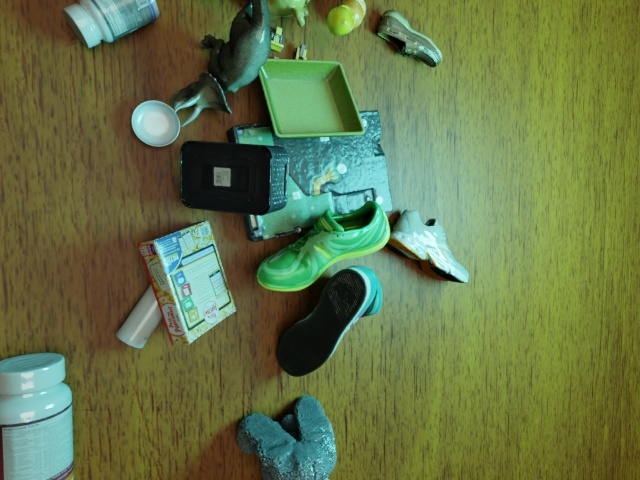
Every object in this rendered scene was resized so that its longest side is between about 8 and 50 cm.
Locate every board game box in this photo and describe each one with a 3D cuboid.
[{"bbox_3d":[-0.240,0.073,0.804,0.147,0.045,0.193,-33,111,-61],"label":"board game box"}]

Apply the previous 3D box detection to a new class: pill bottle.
[{"bbox_3d":[-0.357,-0.391,0.740,0.137,0.078,0.078,-38,109,-18],"label":"pill bottle"},{"bbox_3d":[-0.475,0.307,0.708,0.121,0.121,0.220,-1,94,-26],"label":"pill bottle"}]

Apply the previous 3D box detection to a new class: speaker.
[{"bbox_3d":[-0.318,0.130,0.809,0.055,0.055,0.136,36,79,-24],"label":"speaker"}]

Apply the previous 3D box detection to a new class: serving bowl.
[{"bbox_3d":[-0.307,-0.215,0.805,0.084,0.027,0.083,-2,94,-25],"label":"serving bowl"}]

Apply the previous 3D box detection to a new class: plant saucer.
[{"bbox_3d":[-0.025,-0.276,0.869,0.189,0.045,0.188,-8,69,-22],"label":"plant saucer"}]

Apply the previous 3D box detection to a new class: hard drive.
[{"bbox_3d":[-0.012,-0.145,0.934,0.339,0.064,0.236,-15,100,-25],"label":"hard drive"}]

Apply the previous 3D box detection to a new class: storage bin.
[{"bbox_3d":[-0.157,-0.117,0.793,0.181,0.084,0.121,7,103,15],"label":"storage bin"}]

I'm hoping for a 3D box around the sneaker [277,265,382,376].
[{"bbox_3d":[0.032,0.163,0.951,0.295,0.124,0.178,-53,162,23],"label":"sneaker"}]

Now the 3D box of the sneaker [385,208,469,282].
[{"bbox_3d":[0.288,0.015,1.075,0.263,0.099,0.120,32,75,-25],"label":"sneaker"}]

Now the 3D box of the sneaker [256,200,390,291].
[{"bbox_3d":[0.000,0.000,0.873,0.296,0.109,0.123,-27,134,-13],"label":"sneaker"}]

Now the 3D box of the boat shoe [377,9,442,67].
[{"bbox_3d":[0.208,-0.462,1.021,0.178,0.064,0.060,31,85,-18],"label":"boat shoe"}]

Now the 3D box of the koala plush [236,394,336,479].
[{"bbox_3d":[-0.054,0.488,0.902,0.197,0.203,0.221,-9,109,-25],"label":"koala plush"}]

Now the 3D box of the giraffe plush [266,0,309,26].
[{"bbox_3d":[-0.097,-0.504,0.826,0.170,0.211,0.181,37,70,-54],"label":"giraffe plush"}]

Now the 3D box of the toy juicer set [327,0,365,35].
[{"bbox_3d":[0.011,-0.510,0.825,0.329,0.090,0.208,-30,122,-67],"label":"toy juicer set"}]

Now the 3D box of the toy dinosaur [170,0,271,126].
[{"bbox_3d":[-0.139,-0.339,0.776,0.121,0.314,0.160,21,46,-45],"label":"toy dinosaur"}]

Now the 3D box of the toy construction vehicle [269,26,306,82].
[{"bbox_3d":[-0.070,-0.387,0.903,0.086,0.035,0.098,13,88,-26],"label":"toy construction vehicle"}]
